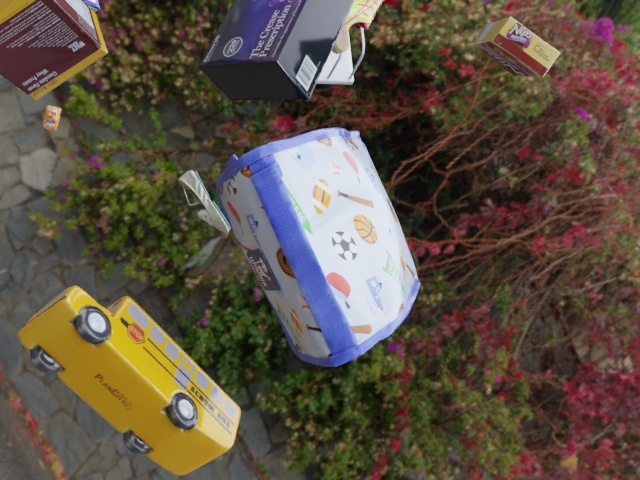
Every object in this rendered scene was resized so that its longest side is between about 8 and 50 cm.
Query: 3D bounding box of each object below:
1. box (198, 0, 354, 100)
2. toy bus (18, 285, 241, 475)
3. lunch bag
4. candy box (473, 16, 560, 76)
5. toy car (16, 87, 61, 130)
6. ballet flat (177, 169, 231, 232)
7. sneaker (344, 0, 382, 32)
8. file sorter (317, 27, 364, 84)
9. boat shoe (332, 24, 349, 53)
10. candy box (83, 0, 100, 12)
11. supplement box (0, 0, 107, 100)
[{"bbox_3d":[-0.065,-0.372,1.027,0.184,0.261,0.103,8,-23,39],"label":"box"},{"bbox_3d":[-0.266,0.199,0.881,0.333,0.108,0.130,51,20,-19],"label":"toy bus"},{"bbox_3d":[0.000,0.000,0.976,0.328,0.238,0.385,65,13,-3],"label":"lunch bag"},{"bbox_3d":[0.348,-0.346,1.089,0.109,0.053,0.187,34,17,-5],"label":"candy box"},{"bbox_3d":[-0.664,-0.309,1.404,0.122,0.060,0.040,31,-8,-18],"label":"toy car"},{"bbox_3d":[-0.262,-0.078,1.342,0.168,0.052,0.057,57,-14,10],"label":"ballet flat"},{"bbox_3d":[0.100,-0.531,1.362,0.094,0.208,0.081,63,-12,-26],"label":"sneaker"},{"bbox_3d":[-0.032,-0.550,1.627,0.173,0.277,0.193,138,-52,-72],"label":"file sorter"},{"bbox_3d":[0.000,-0.458,1.262,0.059,0.063,0.170,-34,-98,47],"label":"boat shoe"},{"bbox_3d":[-0.747,-0.639,1.542,0.122,0.317,0.268,3,64,-63],"label":"candy box"},{"bbox_3d":[-0.567,-0.419,1.185,0.129,0.191,0.194,65,9,28],"label":"supplement box"}]
